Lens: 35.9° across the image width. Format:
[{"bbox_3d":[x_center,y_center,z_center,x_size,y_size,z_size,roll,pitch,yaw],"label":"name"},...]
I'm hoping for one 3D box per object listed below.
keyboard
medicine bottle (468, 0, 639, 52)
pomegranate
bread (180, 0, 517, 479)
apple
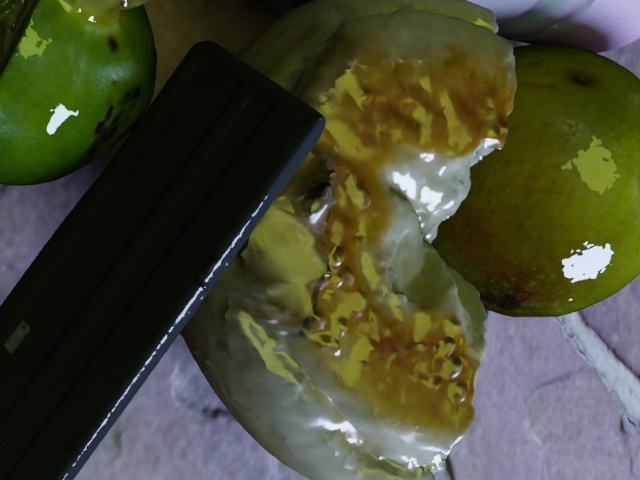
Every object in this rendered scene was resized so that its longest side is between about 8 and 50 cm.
[{"bbox_3d":[-0.142,0.070,0.503,0.381,0.103,0.041,-51,152,-3],"label":"keyboard"},{"bbox_3d":[0.087,-0.247,0.653,0.316,0.202,0.202,4,83,-33],"label":"medicine bottle"},{"bbox_3d":[-0.141,-0.098,0.521,0.143,0.169,0.122,-83,152,-42],"label":"pomegranate"},{"bbox_3d":[-0.004,0.003,0.587,0.192,0.171,0.314,4,84,-27],"label":"bread"},{"bbox_3d":[0.161,-0.043,0.699,0.196,0.157,0.196,-1,91,-54],"label":"apple"}]
